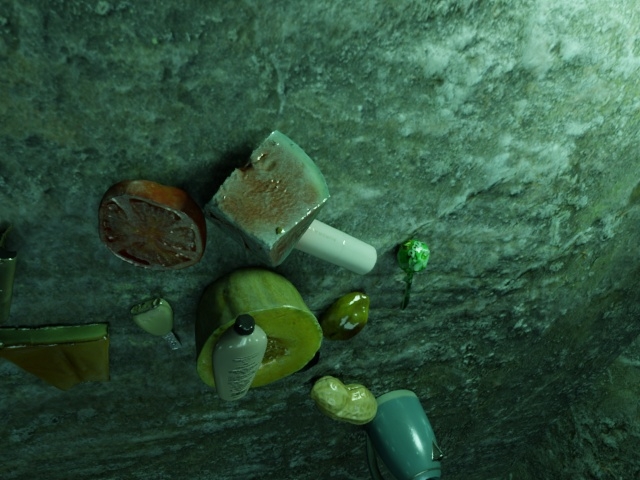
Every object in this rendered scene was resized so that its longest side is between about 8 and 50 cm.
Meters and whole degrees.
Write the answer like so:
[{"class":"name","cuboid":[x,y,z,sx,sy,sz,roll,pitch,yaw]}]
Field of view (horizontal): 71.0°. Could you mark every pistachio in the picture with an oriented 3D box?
[{"class":"pistachio","cuboid":[0.071,0.230,1.336,0.189,0.100,0.110,-39,132,12]}]

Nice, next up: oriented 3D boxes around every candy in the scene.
[{"class":"candy","cuboid":[0.266,0.121,1.354,0.097,0.097,0.323,-15,138,-10]}]

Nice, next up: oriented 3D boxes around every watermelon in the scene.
[{"class":"watermelon","cuboid":[-0.125,-0.083,0.907,0.261,0.213,0.201,-52,170,13]}]

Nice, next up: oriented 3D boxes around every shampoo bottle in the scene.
[{"class":"shampoo bottle","cuboid":[-0.187,0.266,1.024,0.127,0.078,0.257,-5,134,-28]}]

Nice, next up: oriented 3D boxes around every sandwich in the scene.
[{"class":"sandwich","cuboid":[-0.663,0.305,1.126,0.245,0.063,0.212,2,127,-21]}]

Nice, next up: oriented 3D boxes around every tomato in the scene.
[{"class":"tomato","cuboid":[-0.346,-0.040,0.939,0.237,0.095,0.237,1,138,1]}]

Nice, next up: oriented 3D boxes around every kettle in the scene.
[{"class":"kettle","cuboid":[0.311,0.819,1.746,0.247,0.342,0.319,29,113,-37]}]

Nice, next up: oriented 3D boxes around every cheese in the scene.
[{"class":"cheese","cuboid":[-0.417,0.229,1.180,0.097,0.037,0.192,-20,131,-5]}]

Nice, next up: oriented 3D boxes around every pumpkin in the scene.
[{"class":"pumpkin","cuboid":[-0.175,0.218,1.180,0.332,0.199,0.332,-13,138,-12]}]

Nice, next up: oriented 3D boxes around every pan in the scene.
[{"class":"pan","cuboid":[-0.105,0.372,1.413,0.202,0.048,0.128,-5,127,-20]}]

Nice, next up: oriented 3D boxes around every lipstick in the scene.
[{"class":"lipstick","cuboid":[0.000,0.000,1.131,0.327,0.087,0.087,23,115,-34]}]

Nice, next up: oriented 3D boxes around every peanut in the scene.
[{"class":"peanut","cuboid":[0.085,0.569,1.600,0.305,0.147,0.147,25,115,-30]}]

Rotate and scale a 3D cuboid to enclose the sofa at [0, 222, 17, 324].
[{"class":"sofa","cuboid":[-0.722,0.070,0.833,0.258,0.182,0.200,11,123,-29]}]
